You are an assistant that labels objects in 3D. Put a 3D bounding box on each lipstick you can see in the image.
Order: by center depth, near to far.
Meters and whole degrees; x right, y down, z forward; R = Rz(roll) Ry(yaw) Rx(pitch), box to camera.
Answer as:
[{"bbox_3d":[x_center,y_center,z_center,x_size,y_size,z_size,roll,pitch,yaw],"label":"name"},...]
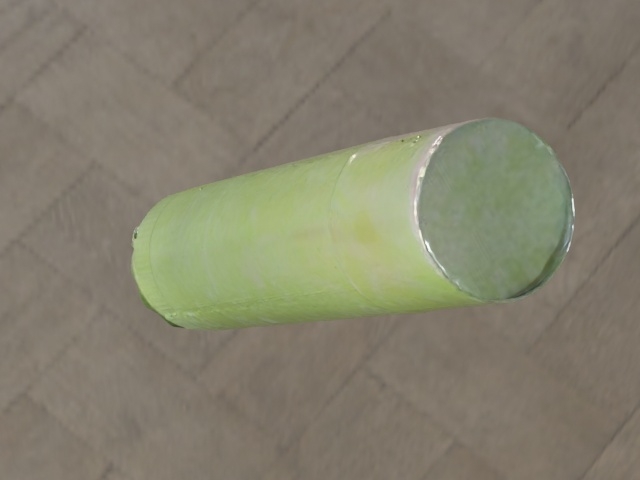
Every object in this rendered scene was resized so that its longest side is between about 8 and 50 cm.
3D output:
[{"bbox_3d":[0.000,0.000,0.819,0.076,0.304,0.076,2,85,-26],"label":"lipstick"}]
